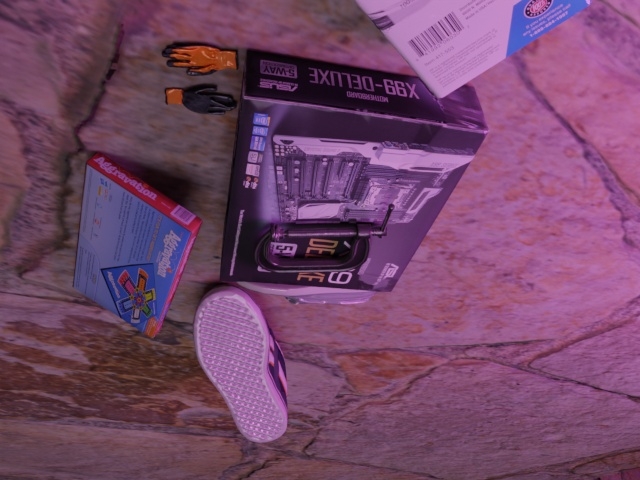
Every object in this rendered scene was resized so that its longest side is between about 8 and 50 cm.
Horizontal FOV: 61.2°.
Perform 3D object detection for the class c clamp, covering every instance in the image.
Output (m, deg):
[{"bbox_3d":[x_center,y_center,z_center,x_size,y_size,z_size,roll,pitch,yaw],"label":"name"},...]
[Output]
[{"bbox_3d":[0.000,0.000,0.630,0.160,0.022,0.137,-5,148,-1],"label":"c clamp"}]

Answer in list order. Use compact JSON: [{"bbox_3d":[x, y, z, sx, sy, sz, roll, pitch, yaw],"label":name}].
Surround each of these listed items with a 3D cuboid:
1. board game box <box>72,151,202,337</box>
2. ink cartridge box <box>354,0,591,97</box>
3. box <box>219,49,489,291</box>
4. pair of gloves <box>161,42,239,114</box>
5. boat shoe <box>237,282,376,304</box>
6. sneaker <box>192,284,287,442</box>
[{"bbox_3d":[-0.252,0.023,0.714,0.145,0.027,0.281,34,137,-1],"label":"board game box"},{"bbox_3d":[0.095,-0.223,0.411,0.139,0.082,0.190,-29,135,30],"label":"ink cartridge box"},{"bbox_3d":[0.014,-0.055,0.636,0.242,0.077,0.307,6,142,-12],"label":"box"},{"bbox_3d":[-0.120,-0.160,0.542,0.074,0.010,0.083,4,144,-9],"label":"pair of gloves"},{"bbox_3d":[-0.018,0.063,0.791,0.227,0.079,0.081,3,139,-13],"label":"boat shoe"},{"bbox_3d":[-0.136,0.195,0.941,0.126,0.127,0.321,-10,119,0],"label":"sneaker"}]
